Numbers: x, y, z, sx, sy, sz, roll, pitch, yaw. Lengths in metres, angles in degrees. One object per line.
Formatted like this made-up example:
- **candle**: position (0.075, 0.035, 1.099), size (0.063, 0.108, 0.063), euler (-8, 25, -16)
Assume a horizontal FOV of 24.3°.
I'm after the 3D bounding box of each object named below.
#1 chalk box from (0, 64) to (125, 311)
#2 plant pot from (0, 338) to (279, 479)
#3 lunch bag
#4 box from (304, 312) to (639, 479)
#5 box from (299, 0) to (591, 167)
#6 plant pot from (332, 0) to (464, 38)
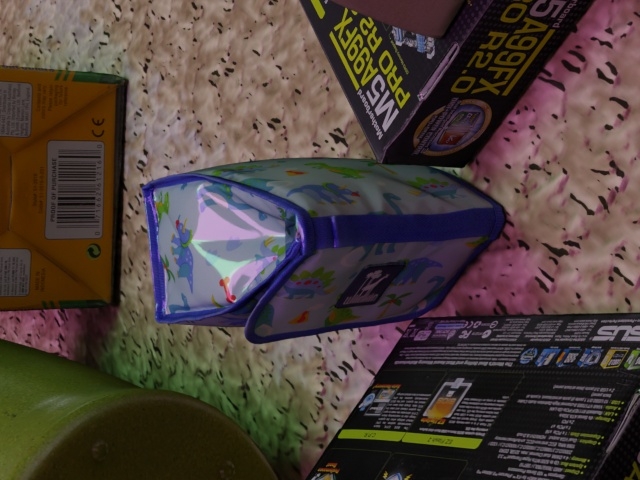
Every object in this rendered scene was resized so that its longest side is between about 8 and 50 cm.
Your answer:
- **chalk box**: position (-0.298, -0.052, 1.167), size (0.289, 0.179, 0.180), euler (10, 98, 56)
- **plant pot**: position (-0.213, 0.214, 0.931), size (0.353, 0.366, 0.366), euler (-7, 85, 45)
- **lunch bag**: position (0.000, 0.000, 0.767), size (0.151, 0.129, 0.096), euler (-11, 86, 54)
- **box**: position (0.063, 0.112, 0.654), size (0.191, 0.045, 0.184), euler (-7, 44, 56)
- **box**: position (0.051, -0.207, 0.751), size (0.216, 0.060, 0.270), euler (-56, 47, 41)
- **plant pot**: position (0.017, -0.167, 0.661), size (0.109, 0.096, 0.109), euler (-58, 45, 40)
